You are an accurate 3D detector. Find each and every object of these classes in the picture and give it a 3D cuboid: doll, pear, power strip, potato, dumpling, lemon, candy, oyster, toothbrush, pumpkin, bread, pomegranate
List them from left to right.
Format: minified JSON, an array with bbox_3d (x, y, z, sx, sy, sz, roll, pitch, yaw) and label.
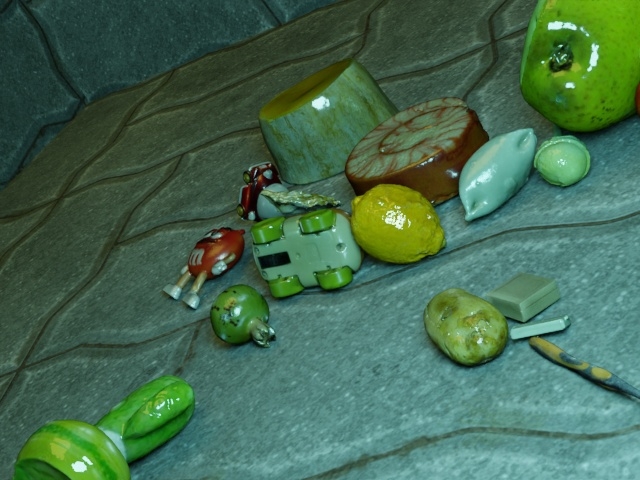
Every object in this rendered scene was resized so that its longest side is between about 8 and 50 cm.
[{"bbox_3d":[-0.236,0.045,2.181,0.217,0.085,0.183,-47,27,-16],"label":"doll"},{"bbox_3d":[-0.135,0.145,1.860,0.114,0.114,0.142,-40,50,-22],"label":"pomegranate"},{"bbox_3d":[-0.025,-0.068,1.943,0.146,0.122,0.045,-8,68,33],"label":"oyster"},{"bbox_3d":[0.011,-0.305,2.465,0.332,0.199,0.332,-22,24,10],"label":"pumpkin"},{"bbox_3d":[0.140,-0.028,1.833,0.187,0.142,0.142,24,42,7],"label":"lemon"},{"bbox_3d":[0.199,-0.167,2.078,0.295,0.114,0.327,-25,24,10],"label":"bread"},{"bbox_3d":[0.216,0.127,1.530,0.107,0.080,0.170,-19,21,-8],"label":"potato"},{"bbox_3d":[0.323,-0.112,1.877,0.105,0.149,0.216,30,76,29],"label":"dumpling"},{"bbox_3d":[0.319,0.126,1.477,0.090,0.016,0.040,-16,-1,29],"label":"power strip"},{"bbox_3d":[0.447,-0.183,1.911,0.093,0.092,0.335,-42,10,21],"label":"candy"},{"bbox_3d":[0.493,-0.330,1.824,0.238,0.342,0.318,24,46,23],"label":"pear"},{"bbox_3d":[0.364,0.177,1.326,0.023,0.031,0.321,-32,24,-12],"label":"toothbrush"}]

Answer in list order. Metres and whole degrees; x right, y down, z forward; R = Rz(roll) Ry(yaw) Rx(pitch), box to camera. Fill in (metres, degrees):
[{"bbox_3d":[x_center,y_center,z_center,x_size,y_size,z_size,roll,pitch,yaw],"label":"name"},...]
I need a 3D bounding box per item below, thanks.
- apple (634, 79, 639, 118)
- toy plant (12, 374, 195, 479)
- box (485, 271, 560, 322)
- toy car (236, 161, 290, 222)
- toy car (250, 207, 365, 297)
[{"bbox_3d":[0.614,-0.241,1.723,0.139,0.163,0.163,-44,26,-8],"label":"apple"},{"bbox_3d":[-0.326,0.317,1.656,0.224,0.184,0.316,-33,6,40],"label":"toy plant"},{"bbox_3d":[0.309,0.084,1.551,0.083,0.035,0.079,-28,21,-24],"label":"box"},{"bbox_3d":[-0.115,-0.097,2.282,0.112,0.139,0.112,-20,35,-37],"label":"toy car"},{"bbox_3d":[0.000,0.000,1.971,0.235,0.145,0.235,-17,11,3],"label":"toy car"}]
